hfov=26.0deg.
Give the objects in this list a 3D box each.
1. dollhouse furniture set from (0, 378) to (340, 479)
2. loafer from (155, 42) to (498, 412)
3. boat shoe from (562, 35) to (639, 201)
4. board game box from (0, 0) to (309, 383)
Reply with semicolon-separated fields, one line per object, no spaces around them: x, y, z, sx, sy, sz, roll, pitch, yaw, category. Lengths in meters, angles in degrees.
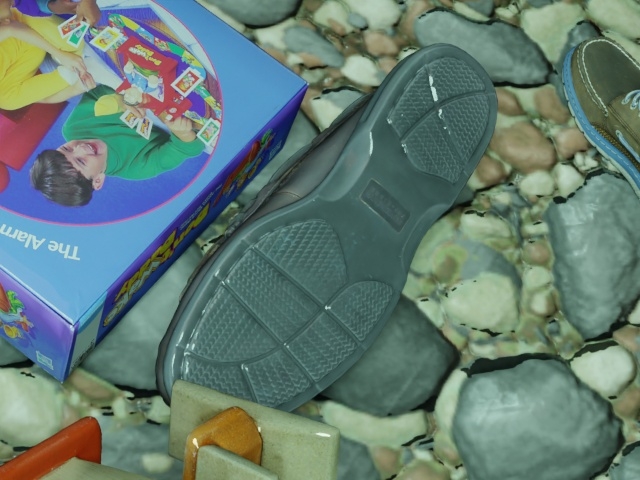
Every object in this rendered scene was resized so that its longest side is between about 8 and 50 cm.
-0.122;0.203;0.588;0.135;0.259;0.262;15;21;26;dollhouse furniture set
0.000;0.000;0.872;0.109;0.095;0.302;48;66;-18;loafer
0.232;-0.075;0.948;0.066;0.066;0.183;-22;68;-20;boat shoe
-0.216;-0.110;0.864;0.347;0.078;0.233;37;57;7;board game box
